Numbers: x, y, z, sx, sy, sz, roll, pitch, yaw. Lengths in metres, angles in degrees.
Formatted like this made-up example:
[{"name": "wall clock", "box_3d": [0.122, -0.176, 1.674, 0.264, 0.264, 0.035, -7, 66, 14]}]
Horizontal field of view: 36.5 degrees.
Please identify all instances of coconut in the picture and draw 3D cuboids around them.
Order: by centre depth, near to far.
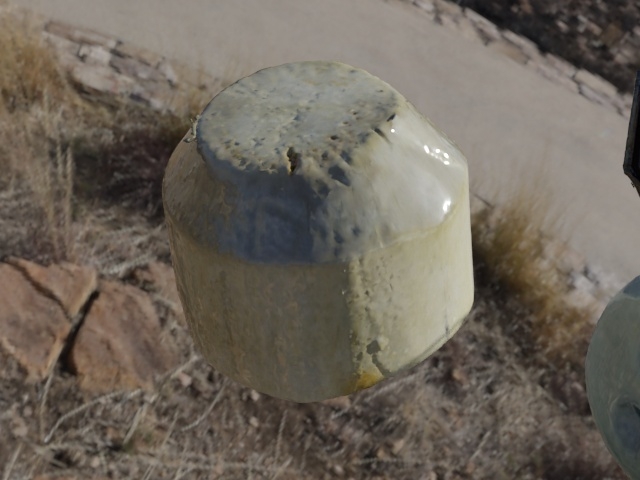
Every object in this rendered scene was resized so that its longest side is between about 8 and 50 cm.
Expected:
[{"name": "coconut", "box_3d": [0.000, 0.000, 0.939, 0.323, 0.323, 0.323, 20, 38, -16]}]

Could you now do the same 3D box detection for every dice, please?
[{"name": "dice", "box_3d": [0.535, 0.188, 1.291, 0.268, 0.263, 0.265, -6, 38, -18]}]

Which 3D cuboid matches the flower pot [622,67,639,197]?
[{"name": "flower pot", "box_3d": [0.459, -0.111, 1.044, 0.250, 0.179, 0.084, 8, 2, -20]}]
